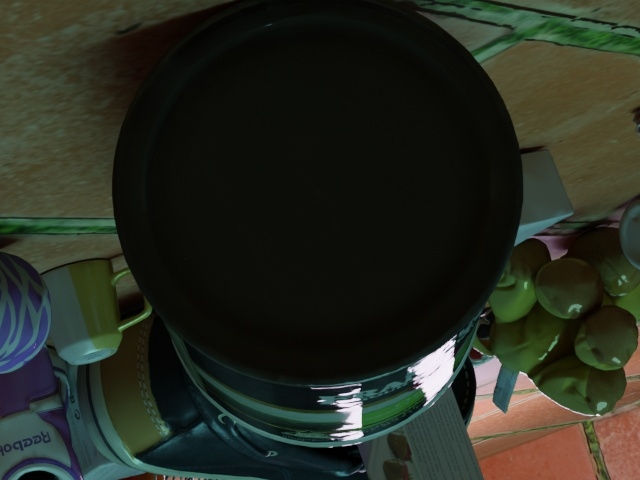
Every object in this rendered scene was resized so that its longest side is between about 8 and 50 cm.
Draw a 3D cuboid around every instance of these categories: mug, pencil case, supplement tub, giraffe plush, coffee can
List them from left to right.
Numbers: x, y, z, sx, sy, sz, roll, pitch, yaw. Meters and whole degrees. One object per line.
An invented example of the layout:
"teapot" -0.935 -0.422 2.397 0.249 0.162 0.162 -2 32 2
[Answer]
"pencil case" -0.246 0.044 1.196 0.088 0.086 0.206 -35 163 16
"mug" -0.166 0.051 1.394 0.062 0.064 0.078 -3 161 -46
"coffee can" 0.000 0.000 1.083 0.201 0.201 0.275 -17 168 -3
"giraffe plush" 0.250 0.061 1.838 0.170 0.181 0.210 -35 167 -32
"supplement tub" 0.334 -0.010 1.798 0.107 0.071 0.071 -9 165 -37

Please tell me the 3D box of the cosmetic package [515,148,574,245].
"cosmetic package" 0.064 -0.010 1.432 0.239 0.060 0.099 -12 169 -38

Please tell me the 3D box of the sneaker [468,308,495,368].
"sneaker" 0.156 0.120 2.139 0.170 0.068 0.071 -17 173 -5

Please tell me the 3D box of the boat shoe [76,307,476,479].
"boat shoe" 0.008 0.126 1.699 0.156 0.187 0.500 -19 164 34

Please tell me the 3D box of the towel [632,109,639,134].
"towel" 0.337 -0.104 1.493 0.144 0.029 0.197 -23 166 28

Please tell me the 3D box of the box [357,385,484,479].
"box" 0.069 0.146 1.522 0.067 0.324 0.063 -8 161 -39

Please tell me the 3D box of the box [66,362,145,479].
"box" -0.189 0.159 1.741 0.087 0.101 0.102 -11 166 -31

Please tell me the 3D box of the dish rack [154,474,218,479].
"dish rack" -0.090 0.207 1.880 0.271 0.074 0.208 20 -167 35

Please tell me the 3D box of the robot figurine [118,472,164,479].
"robot figurine" -0.249 0.263 2.064 0.158 0.128 0.219 -22 172 -37

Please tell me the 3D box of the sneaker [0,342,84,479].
"sneaker" -0.242 0.167 1.576 0.102 0.161 0.282 -18 169 -5
